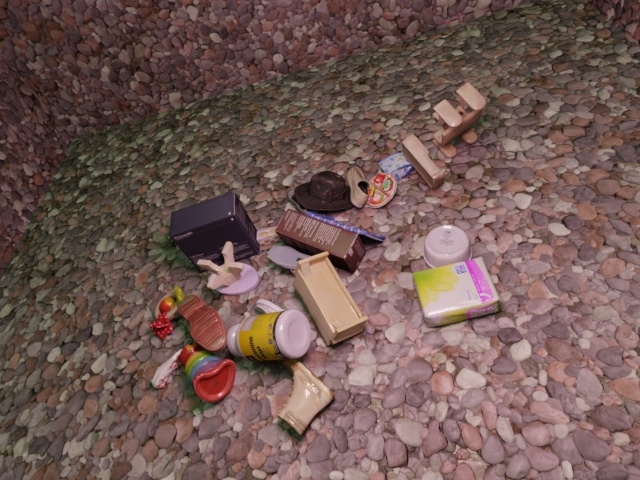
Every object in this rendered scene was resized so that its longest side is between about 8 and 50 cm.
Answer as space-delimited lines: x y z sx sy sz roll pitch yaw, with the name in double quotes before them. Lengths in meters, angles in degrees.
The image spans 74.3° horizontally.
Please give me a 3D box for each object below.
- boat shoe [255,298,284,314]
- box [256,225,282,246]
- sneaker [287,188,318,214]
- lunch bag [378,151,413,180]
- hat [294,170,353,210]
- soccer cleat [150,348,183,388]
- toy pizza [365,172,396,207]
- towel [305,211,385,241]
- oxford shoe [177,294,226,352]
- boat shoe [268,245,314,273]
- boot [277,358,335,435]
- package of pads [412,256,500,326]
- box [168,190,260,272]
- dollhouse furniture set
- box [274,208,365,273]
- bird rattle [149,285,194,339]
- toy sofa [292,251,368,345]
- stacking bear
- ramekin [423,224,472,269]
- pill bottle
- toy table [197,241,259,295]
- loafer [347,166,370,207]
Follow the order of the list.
"boat shoe" -0.200 0.339 1.845 0.258 0.095 0.084 21 57 34
"box" -0.169 -0.046 2.173 0.324 0.063 0.067 -13 51 9
"sneaker" -0.100 -0.211 2.257 0.100 0.108 0.271 -35 47 -6
"lunch bag" 0.403 -0.393 2.233 0.151 0.096 0.129 -34 48 5
"hat" 0.031 -0.280 2.181 0.331 0.134 0.331 5 39 -4
"soccer cleat" -0.670 0.555 1.858 0.076 0.068 0.196 20 63 35
"toy pizza" 0.297 -0.260 2.149 0.201 0.032 0.201 -23 54 35
"towel" 0.118 -0.069 1.987 0.336 0.243 0.040 20 94 31
"oxford shoe" -0.495 0.378 1.857 0.140 0.146 0.397 -37 38 -15
"boat shoe" -0.101 0.112 1.993 0.306 0.105 0.113 10 52 19
"boot" -0.099 0.584 1.611 0.262 0.095 0.203 32 70 34
"package of pads" 0.537 0.209 1.684 0.297 0.101 0.229 -15 47 9
"box" -0.524 -0.037 2.127 0.343 0.312 0.179 -17 49 5
"dollhouse furniture set" 0.637 -0.479 2.064 0.394 0.362 0.256 -36 72 4
"box" 0.000 0.000 1.949 0.381 0.191 0.143 23 74 25
"bird rattle" -0.727 0.341 2.048 0.253 0.143 0.207 -52 41 -7
"toy sofa" 0.031 0.244 1.769 0.150 0.177 0.362 -19 61 -25
"stacking bear" -0.494 0.525 1.759 0.175 0.164 0.289 -23 30 -33
"ramekin" 0.546 0.030 1.823 0.207 0.109 0.207 -10 49 12
"pill bottle" -0.217 0.390 1.705 0.334 0.188 0.188 -16 45 36
"toy table" -0.450 0.151 2.042 0.274 0.161 0.252 -7 53 16
"loafer" 0.206 -0.286 2.171 0.092 0.102 0.268 -38 42 37
